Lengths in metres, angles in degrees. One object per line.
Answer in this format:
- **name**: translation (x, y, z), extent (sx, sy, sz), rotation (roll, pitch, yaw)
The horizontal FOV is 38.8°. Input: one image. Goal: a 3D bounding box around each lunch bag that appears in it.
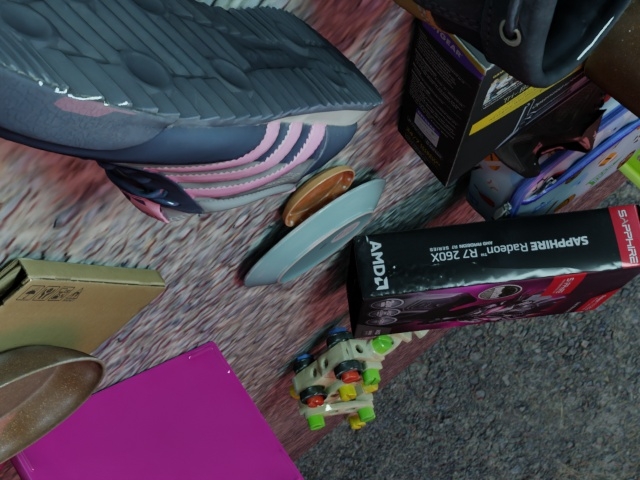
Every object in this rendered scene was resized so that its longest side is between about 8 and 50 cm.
- **lunch bag**: translation (0.332, -0.131, 1.224), extent (0.303, 0.115, 0.243), rotation (-36, 164, -9)

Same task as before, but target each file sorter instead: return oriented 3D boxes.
- **file sorter**: translation (-0.212, 0.285, 1.031), extent (0.291, 0.202, 0.182), rotation (-21, 161, -49)

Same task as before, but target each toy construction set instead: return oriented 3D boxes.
- **toy construction set**: translation (0.069, 0.222, 1.602), extent (0.215, 0.151, 0.327), rotation (9, 129, -37)

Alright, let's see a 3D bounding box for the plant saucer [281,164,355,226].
- **plant saucer**: translation (-0.003, -0.045, 0.874), extent (0.083, 0.013, 0.083), rotation (-36, 165, -11)

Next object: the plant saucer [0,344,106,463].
- **plant saucer**: translation (-0.258, 0.135, 0.688), extent (0.199, 0.036, 0.198), rotation (-33, 166, -9)

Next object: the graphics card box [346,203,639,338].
- **graphics card box**: translation (0.223, 0.047, 1.228), extent (0.371, 0.094, 0.233), rotation (-5, 162, -4)

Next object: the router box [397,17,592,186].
- **router box**: translation (0.216, -0.199, 0.785), extent (0.309, 0.081, 0.243), rotation (-35, 166, -10)

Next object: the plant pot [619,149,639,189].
- **plant pot**: translation (0.593, -0.203, 1.421), extent (0.207, 0.227, 0.228), rotation (-34, 166, -42)

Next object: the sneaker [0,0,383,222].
- **sneaker**: translation (-0.079, -0.053, 0.468), extent (0.131, 0.112, 0.319), rotation (-47, 162, 23)

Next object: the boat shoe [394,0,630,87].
- **boat shoe**: translation (0.187, -0.263, 0.377), extent (0.187, 0.156, 0.500), rotation (-22, 158, -42)

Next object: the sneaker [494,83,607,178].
- **sneaker**: translation (0.299, -0.159, 1.060), extent (0.234, 0.106, 0.078), rotation (-40, 167, 7)

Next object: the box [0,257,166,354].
- **box**: translation (-0.225, 0.076, 0.698), extent (0.164, 0.021, 0.201), rotation (-39, 167, 10)

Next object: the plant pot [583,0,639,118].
- **plant pot**: translation (0.381, -0.131, 0.758), extent (0.215, 0.230, 0.215), rotation (-35, 166, -10)

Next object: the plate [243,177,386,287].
- **plate**: translation (0.000, 0.000, 0.967), extent (0.188, 0.024, 0.188), rotation (-36, 170, -7)
